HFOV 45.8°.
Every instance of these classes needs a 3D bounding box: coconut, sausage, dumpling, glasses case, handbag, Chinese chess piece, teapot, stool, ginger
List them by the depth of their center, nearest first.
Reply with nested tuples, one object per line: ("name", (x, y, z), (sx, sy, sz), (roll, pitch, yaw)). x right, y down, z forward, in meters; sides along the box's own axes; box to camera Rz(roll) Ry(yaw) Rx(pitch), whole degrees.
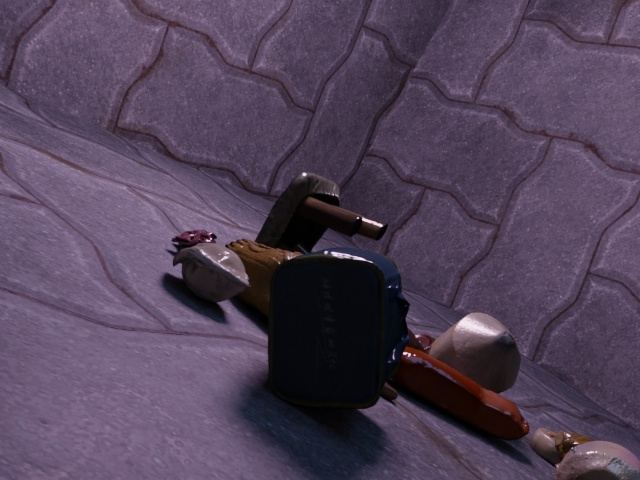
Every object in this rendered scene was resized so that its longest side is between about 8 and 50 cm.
("handbag", (0.030, 0.142, 1.270), (0.223, 0.262, 0.241), (3, -1, 14))
("coconut", (0.520, 0.454, 1.408), (0.171, 0.170, 0.183), (32, 9, 21))
("dumpling", (-0.224, 0.058, 1.495), (0.136, 0.118, 0.199), (27, -15, -35))
("sausage", (0.103, 0.284, 1.516), (0.116, 0.026, 0.026), (30, 6, 4))
("ginger", (0.586, 0.495, 1.626), (0.157, 0.102, 0.216), (37, 14, -28))
("sausage", (0.297, 0.338, 1.657), (0.349, 0.094, 0.097), (31, 19, -3))
("Chinese chess piece", (0.553, 0.489, 1.774), (0.122, 0.051, 0.122), (29, 7, -4))
("glasses case", (-0.297, 0.003, 1.782), (0.103, 0.070, 0.193), (27, 6, -12))
("coconut", (0.380, 0.282, 1.825), (0.202, 0.222, 0.202), (14, 55, -21))
("teapot", (0.267, 0.299, 1.975), (0.098, 0.078, 0.129), (-11, 21, -1))
("stool", (0.000, 0.000, 2.065), (0.226, 0.310, 0.310), (32, 9, 20))

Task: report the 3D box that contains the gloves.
("gloves", (-0.070, 0.101, 1.623), (0.356, 0.155, 0.203), (37, 13, 33))

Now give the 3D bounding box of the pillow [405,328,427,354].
("pillow", (0.082, 0.191, 1.812), (0.306, 0.108, 0.308), (28, 1, 33))
